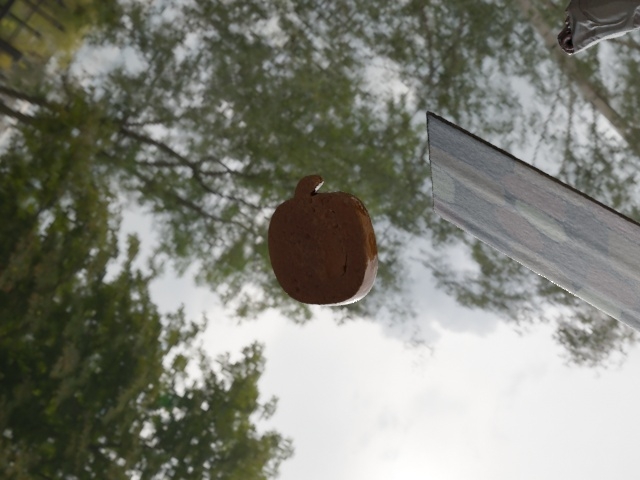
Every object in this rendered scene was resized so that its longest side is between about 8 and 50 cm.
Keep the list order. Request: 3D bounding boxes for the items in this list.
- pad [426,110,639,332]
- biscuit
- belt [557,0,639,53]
[{"bbox_3d":[0.173,0.002,0.618,0.235,0.158,0.003,32,-105,21],"label":"pad"},{"bbox_3d":[0.000,0.000,0.517,0.091,0.015,0.078,-2,-83,50],"label":"biscuit"},{"bbox_3d":[0.326,-0.240,0.882,0.053,0.071,0.232,-56,-157,-16],"label":"belt"}]
